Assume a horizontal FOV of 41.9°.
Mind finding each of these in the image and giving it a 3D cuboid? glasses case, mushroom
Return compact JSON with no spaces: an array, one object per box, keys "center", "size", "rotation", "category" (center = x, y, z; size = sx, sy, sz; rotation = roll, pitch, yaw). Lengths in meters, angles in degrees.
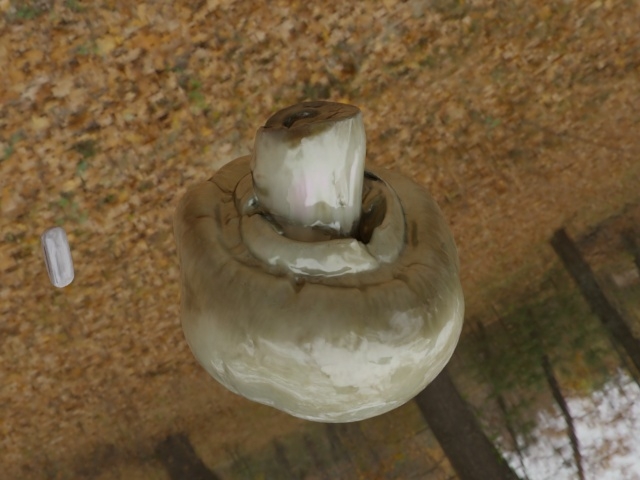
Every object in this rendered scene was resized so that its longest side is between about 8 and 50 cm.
[{"center":[-0.339,0.021,1.078],"size":[0.021,0.083,0.032],"rotation":[14,-149,35],"category":"glasses case"},{"center":[0.000,0.000,0.651],"size":[0.254,0.260,0.234],"rotation":[-32,142,-44],"category":"mushroom"}]
